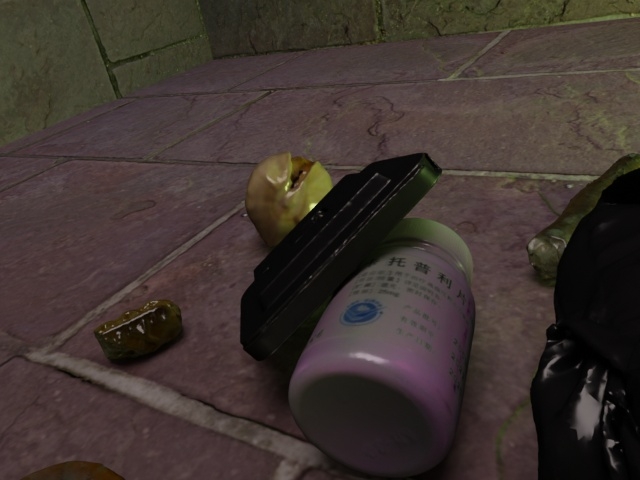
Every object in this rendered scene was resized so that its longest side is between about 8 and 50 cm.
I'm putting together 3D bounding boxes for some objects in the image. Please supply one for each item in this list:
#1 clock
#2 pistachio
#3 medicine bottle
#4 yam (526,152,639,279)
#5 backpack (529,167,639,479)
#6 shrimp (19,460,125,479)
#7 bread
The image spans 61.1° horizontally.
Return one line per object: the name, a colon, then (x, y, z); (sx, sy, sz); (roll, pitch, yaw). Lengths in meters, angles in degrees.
clock: (-0.001, -0.001, 0.656); (0.273, 0.049, 0.279); (-47, 10, -2)
pistachio: (-0.053, -0.076, 0.934); (0.157, 0.157, 0.229); (-11, 22, 4)
medicine bottle: (0.077, 0.091, 0.551); (0.152, 0.152, 0.254); (0, 32, 22)
yam: (0.386, -0.041, 0.757); (0.317, 0.067, 0.071); (-32, 20, -34)
backpack: (0.325, 0.085, 0.370); (0.363, 0.255, 0.445); (1, 27, 12)
shrimp: (-0.250, 0.290, 0.429); (0.198, 0.051, 0.262); (6, 30, 30)
bread: (-0.237, 0.120, 0.727); (0.110, 0.060, 0.066); (-26, 44, -29)
